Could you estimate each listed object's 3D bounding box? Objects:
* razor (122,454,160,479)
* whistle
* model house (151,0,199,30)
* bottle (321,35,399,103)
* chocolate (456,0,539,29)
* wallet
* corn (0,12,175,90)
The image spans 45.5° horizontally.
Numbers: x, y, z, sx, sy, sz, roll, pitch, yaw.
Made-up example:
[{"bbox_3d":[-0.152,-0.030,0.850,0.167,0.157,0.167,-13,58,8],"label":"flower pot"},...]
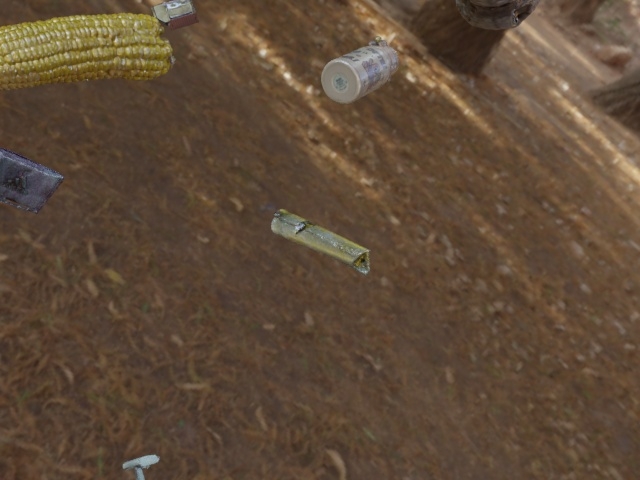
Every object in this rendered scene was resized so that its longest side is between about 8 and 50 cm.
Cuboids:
[{"bbox_3d":[-0.170,0.358,0.981,0.211,0.084,0.036,48,57,-5],"label":"razor"},{"bbox_3d":[0.001,0.000,1.845,0.057,0.068,0.326,-29,38,-34],"label":"whistle"},{"bbox_3d":[-0.295,-0.457,1.545,0.057,0.083,0.058,-132,-157,-72],"label":"model house"},{"bbox_3d":[0.094,-0.375,1.654,0.097,0.110,0.209,10,30,31],"label":"bottle"},{"bbox_3d":[0.203,-0.308,0.880,0.110,0.110,0.248,42,8,8],"label":"chocolate"},{"bbox_3d":[-0.632,-0.126,1.589,0.166,0.111,0.030,27,20,-47],"label":"wallet"},{"bbox_3d":[-0.347,-0.260,1.062,0.292,0.101,0.101,-16,55,-31],"label":"corn"}]
